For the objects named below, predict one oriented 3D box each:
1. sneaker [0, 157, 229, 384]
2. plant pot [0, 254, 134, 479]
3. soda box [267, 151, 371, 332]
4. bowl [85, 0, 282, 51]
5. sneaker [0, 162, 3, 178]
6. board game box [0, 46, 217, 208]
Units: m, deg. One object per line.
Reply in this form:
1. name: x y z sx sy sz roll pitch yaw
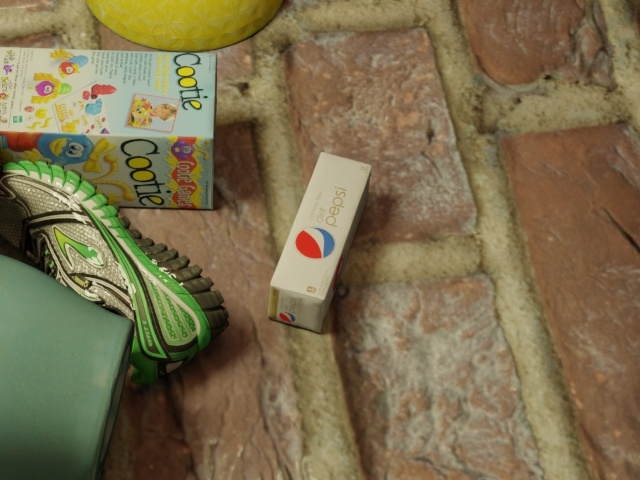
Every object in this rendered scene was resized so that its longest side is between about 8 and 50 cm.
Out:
1. sneaker: -0.276 0.030 1.675 0.343 0.134 0.146 35 59 19
2. plant pot: -0.334 0.140 1.517 0.255 0.272 0.272 13 53 -3
3. soda box: 0.000 0.000 1.757 0.069 0.074 0.216 15 54 6
4. bowl: -0.187 -0.413 1.999 0.289 0.156 0.289 2 54 -3
5. sneaker: -0.432 -0.111 1.684 0.124 0.107 0.283 -52 45 12
6. board game box: -0.267 -0.137 1.794 0.275 0.142 0.144 2 53 -3
